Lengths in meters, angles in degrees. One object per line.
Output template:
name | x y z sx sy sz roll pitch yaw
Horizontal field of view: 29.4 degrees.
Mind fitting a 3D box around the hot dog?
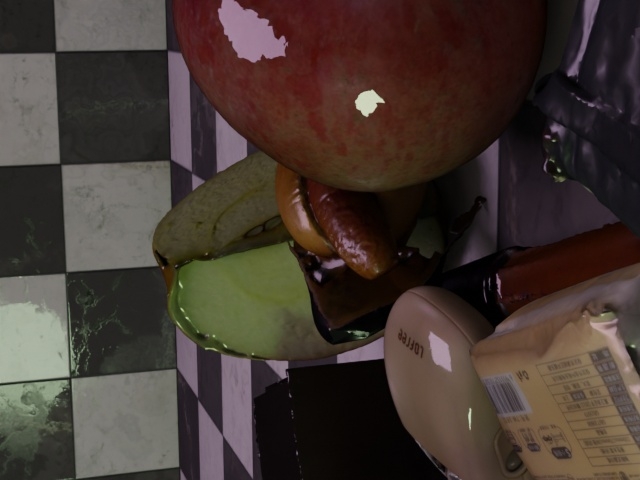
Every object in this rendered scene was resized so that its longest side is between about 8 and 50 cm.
hot dog | 0.042 -0.066 1.184 0.326 0.194 0.107 -108 -7 -52

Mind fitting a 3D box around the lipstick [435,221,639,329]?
lipstick | 0.186 0.034 0.963 0.418 0.077 0.077 156 110 -71

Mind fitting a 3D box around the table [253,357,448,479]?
table | 0.030 0.226 1.364 0.193 0.169 0.172 135 129 -70

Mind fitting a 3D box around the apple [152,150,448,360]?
apple | -0.012 0.002 1.326 0.179 0.346 0.254 -1 -101 -67

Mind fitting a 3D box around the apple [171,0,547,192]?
apple | 0.034 -0.189 1.033 0.269 0.345 0.344 79 175 -51

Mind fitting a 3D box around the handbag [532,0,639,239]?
handbag | 0.229 -0.109 0.623 0.181 0.181 0.254 -127 37 -49

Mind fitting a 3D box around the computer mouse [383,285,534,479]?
computer mouse | 0.121 0.148 1.068 0.145 0.082 0.236 38 153 49

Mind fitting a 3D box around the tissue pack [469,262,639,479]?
tissue pack | 0.206 0.116 0.812 0.186 0.090 0.222 58 159 3
